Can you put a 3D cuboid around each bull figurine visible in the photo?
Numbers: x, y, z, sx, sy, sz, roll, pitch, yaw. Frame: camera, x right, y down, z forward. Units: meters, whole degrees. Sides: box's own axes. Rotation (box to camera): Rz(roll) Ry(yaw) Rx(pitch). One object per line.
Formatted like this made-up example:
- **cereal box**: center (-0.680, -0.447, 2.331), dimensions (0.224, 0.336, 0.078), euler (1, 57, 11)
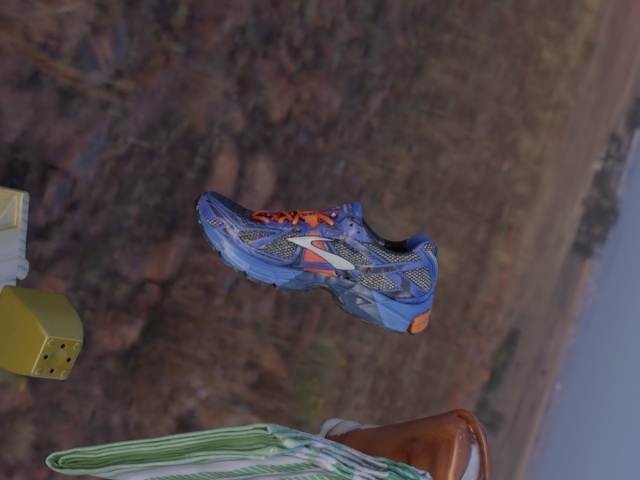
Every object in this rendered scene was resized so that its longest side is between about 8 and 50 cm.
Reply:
- **bull figurine**: center (0.084, 0.287, 1.659), dimensions (0.310, 0.101, 0.188), euler (-23, -110, 52)

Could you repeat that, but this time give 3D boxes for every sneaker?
- **sneaker**: center (0.000, 0.000, 1.191), dimensions (0.083, 0.221, 0.087), euler (-99, -150, -72)

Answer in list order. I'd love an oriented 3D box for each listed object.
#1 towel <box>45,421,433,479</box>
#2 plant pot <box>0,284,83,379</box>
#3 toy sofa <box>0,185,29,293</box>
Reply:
- **towel**: center (-0.062, 0.228, 1.355), dimensions (0.325, 0.247, 0.038), euler (30, 55, -57)
- **plant pot**: center (-0.299, 0.105, 1.502), dimensions (0.081, 0.083, 0.081), euler (14, 106, -46)
- **toy sofa**: center (-0.514, 0.029, 1.683), dimensions (0.362, 0.150, 0.177), euler (-16, 114, -62)
